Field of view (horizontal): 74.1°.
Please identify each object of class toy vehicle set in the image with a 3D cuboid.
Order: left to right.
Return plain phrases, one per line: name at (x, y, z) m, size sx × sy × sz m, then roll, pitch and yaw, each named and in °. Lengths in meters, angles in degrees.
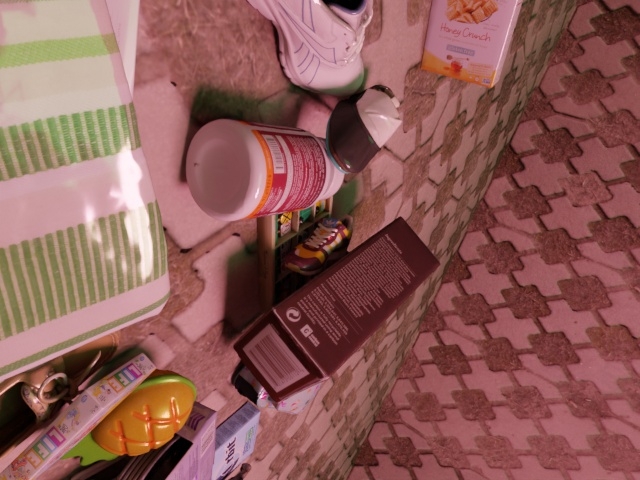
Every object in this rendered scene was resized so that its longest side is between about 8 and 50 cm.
toy vehicle set at (-0.047, 0.006, 0.800) m, size 0.166 × 0.035 × 0.266 m, roll -36°, pitch 144°, yaw -39°

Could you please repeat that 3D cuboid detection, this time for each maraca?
maraca at (-0.259, 0.246, 0.580) m, size 0.186 × 0.099 × 0.127 m, roll -33°, pitch 135°, yaw -6°

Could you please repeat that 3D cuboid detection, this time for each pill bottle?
pill bottle at (-0.062, -0.096, 0.582) m, size 0.221 × 0.121 × 0.121 m, roll -15°, pitch 128°, yaw -57°

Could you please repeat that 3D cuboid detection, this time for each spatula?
spatula at (-0.308, 0.390, 0.713) m, size 0.242 × 0.019 × 0.168 m, roll -8°, pitch 122°, yaw -60°

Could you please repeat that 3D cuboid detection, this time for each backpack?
backpack at (-0.067, 0.268, 0.905) m, size 0.188 × 0.145 × 0.166 m, roll -60°, pitch 149°, yaw -13°

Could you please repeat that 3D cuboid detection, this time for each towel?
towel at (-0.246, -0.031, 0.291) m, size 0.248 × 0.038 × 0.324 m, roll -23°, pitch 130°, yaw -28°

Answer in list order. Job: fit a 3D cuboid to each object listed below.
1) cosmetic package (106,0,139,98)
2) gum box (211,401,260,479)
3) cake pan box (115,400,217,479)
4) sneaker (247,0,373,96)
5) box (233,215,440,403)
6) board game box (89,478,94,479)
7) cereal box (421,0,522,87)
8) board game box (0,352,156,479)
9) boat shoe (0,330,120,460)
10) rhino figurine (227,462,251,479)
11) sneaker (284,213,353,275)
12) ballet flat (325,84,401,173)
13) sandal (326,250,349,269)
cosmetic package at (-0.215, -0.114, 0.347) m, size 0.099 × 0.061 × 0.238 m, roll -21°, pitch 133°, yaw -55°
gum box at (-0.217, 0.472, 0.936) m, size 0.184 × 0.041 × 0.156 m, roll -27°, pitch 138°, yaw -49°
cake pan box at (-0.264, 0.427, 0.677) m, size 0.245 × 0.070 × 0.266 m, roll -52°, pitch 158°, yaw -56°
sneaker at (0.007, -0.268, 0.535) m, size 0.110 × 0.130 × 0.297 m, roll -64°, pitch 156°, yaw -1°
box at (0.043, 0.118, 0.799) m, size 0.381 × 0.143 × 0.191 m, roll -35°, pitch 172°, yaw -42°
board game box at (-0.385, 0.463, 0.590) m, size 0.160 × 0.047 × 0.210 m, roll -18°, pitch 130°, yaw -49°
cereal box at (0.311, -0.457, 0.871) m, size 0.047 × 0.173 × 0.240 m, roll -42°, pitch 147°, yaw -35°
board game box at (-0.265, 0.199, 0.467) m, size 0.154 × 0.026 × 0.103 m, roll -43°, pitch 179°, yaw 9°
boat shoe at (-0.312, 0.174, 0.410) m, size 0.285 × 0.089 × 0.104 m, roll -41°, pitch 147°, yaw -38°
rhino figurine at (-0.250, 0.625, 0.965) m, size 0.243 × 0.073 × 0.106 m, roll -44°, pitch 175°, yaw 5°
sneaker at (0.000, 0.000, 0.766) m, size 0.186 × 0.070 × 0.083 m, roll -29°, pitch 138°, yaw -58°
ballet flat at (0.075, -0.198, 0.673) m, size 0.095 × 0.096 × 0.280 m, roll 52°, pitch 28°, yaw -21°
sandal at (0.012, 0.085, 0.974) m, size 0.180 × 0.072 × 0.049 m, roll -46°, pitch 172°, yaw -39°
